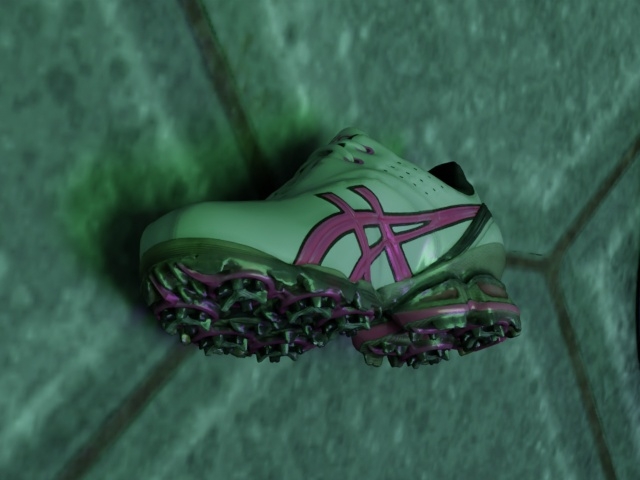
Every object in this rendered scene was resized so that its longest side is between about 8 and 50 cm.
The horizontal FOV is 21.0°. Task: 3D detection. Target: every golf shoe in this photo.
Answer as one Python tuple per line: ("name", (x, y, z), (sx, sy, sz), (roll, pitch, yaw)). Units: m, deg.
("golf shoe", (0.000, 0.000, 0.636), (0.186, 0.067, 0.086), (8, 65, -50))

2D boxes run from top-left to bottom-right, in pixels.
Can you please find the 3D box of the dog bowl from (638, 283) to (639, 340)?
("dog bowl", (0.285, 0.007, 0.957), (0.265, 0.104, 0.265), (-20, 116, -48))
